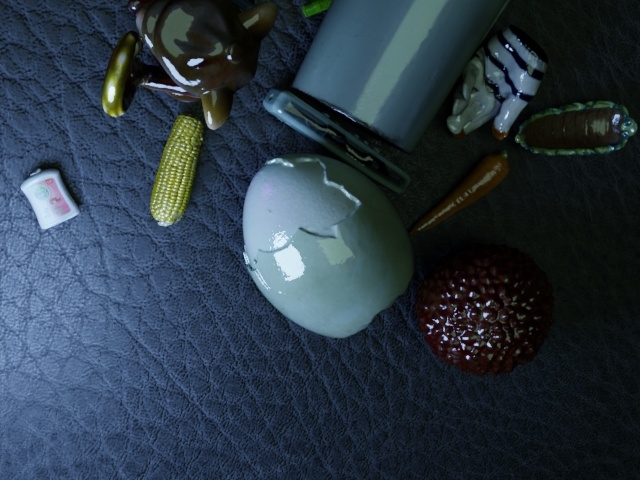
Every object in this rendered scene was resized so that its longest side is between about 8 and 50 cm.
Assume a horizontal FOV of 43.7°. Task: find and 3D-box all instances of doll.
[{"bbox_3d":[-0.203,-0.326,1.267,0.209,0.340,0.318,33,104,-22],"label":"doll"}]

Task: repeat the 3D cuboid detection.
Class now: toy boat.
[{"bbox_3d":[0.484,-0.219,1.583,0.293,0.099,0.108,-8,104,-21],"label":"toy boat"}]

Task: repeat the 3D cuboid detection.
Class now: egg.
[{"bbox_3d":[0.000,0.000,1.404,0.278,0.278,0.336,-43,106,-2],"label":"egg"}]

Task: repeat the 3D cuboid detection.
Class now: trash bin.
[{"bbox_3d":[0.155,-0.392,1.365,0.280,0.280,0.432,27,97,-19],"label":"trash bin"}]

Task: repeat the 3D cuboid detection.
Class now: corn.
[{"bbox_3d":[-0.255,-0.124,1.420,0.067,0.067,0.206,15,95,-17],"label":"corn"}]

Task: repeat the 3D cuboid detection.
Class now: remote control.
[{"bbox_3d":[0.034,-0.179,1.446,0.296,0.140,0.056,32,96,-18],"label":"remote control"}]

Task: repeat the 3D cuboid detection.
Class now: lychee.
[{"bbox_3d":[0.317,0.126,1.540,0.264,0.300,0.264,9,132,10],"label":"lychee"}]

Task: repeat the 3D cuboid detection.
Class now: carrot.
[{"bbox_3d":[0.279,-0.085,1.576,0.256,0.061,0.061,-42,109,-1],"label":"carrot"}]

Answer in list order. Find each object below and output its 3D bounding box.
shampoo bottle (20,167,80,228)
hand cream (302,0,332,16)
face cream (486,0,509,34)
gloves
[{"bbox_3d":[-0.471,-0.078,1.384,0.072,0.043,0.099,-25,107,-8],"label":"shampoo bottle"},{"bbox_3d":[0.025,-0.438,1.448,0.122,0.023,0.036,-26,128,-9],"label":"hand cream"},{"bbox_3d":[0.304,-0.438,1.496,0.075,0.075,0.229,34,93,-19],"label":"face cream"},{"bbox_3d":[0.323,-0.290,1.521,0.140,0.131,0.219,29,124,-20],"label":"gloves"}]
